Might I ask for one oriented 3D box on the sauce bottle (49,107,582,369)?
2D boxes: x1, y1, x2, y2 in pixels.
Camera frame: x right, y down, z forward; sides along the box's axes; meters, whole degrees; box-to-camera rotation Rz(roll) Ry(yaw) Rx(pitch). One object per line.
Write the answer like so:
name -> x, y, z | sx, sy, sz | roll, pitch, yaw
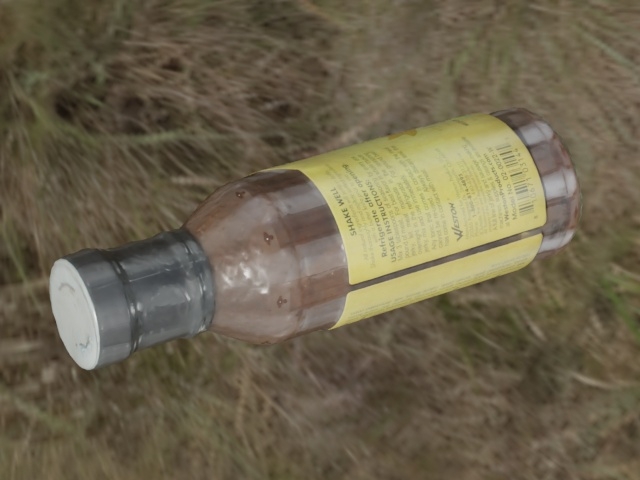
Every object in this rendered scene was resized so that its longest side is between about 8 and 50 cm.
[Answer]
sauce bottle -> 0.000, 0.000, 1.196 | 0.344, 0.111, 0.111 | -15, 100, -29
